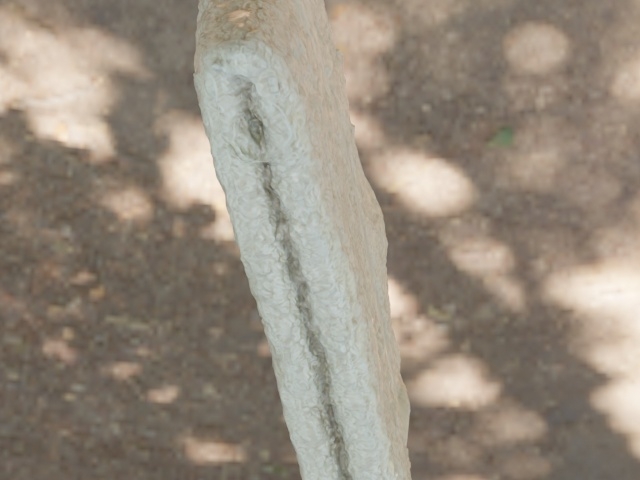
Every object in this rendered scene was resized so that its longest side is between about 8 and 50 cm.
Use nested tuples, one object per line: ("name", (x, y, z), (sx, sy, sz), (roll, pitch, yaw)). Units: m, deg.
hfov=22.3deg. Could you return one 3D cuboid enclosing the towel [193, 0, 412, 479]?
("towel", (0.000, 0.000, 0.704), (0.049, 0.187, 0.282), (-11, 122, 5))
